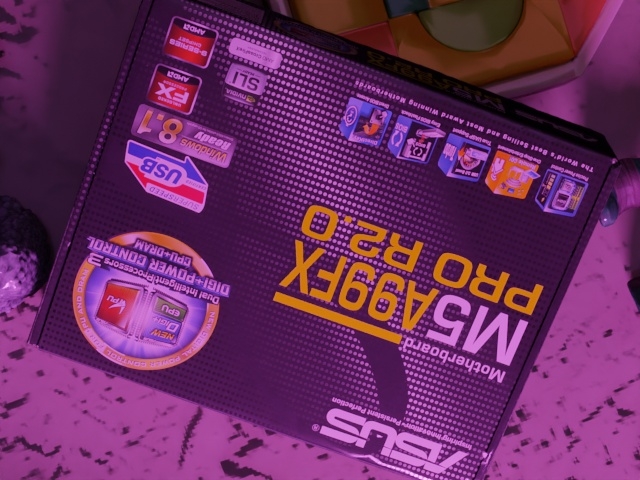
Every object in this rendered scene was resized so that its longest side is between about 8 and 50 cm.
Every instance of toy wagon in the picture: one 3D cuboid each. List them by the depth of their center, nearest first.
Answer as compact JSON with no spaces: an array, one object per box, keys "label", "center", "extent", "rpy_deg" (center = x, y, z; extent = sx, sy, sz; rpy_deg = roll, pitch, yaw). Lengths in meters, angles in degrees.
[{"label":"toy wagon","center":[0.046,-0.243,0.944],"extent":[0.267,0.068,0.344],"rpy_deg":[-16,90,-7]}]

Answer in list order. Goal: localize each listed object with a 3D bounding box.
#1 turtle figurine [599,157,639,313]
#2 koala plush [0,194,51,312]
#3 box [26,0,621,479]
[{"label":"turtle figurine","center":[0.279,-0.036,0.937],"extent":[0.234,0.118,0.175],"rpy_deg":[-24,75,9]},{"label":"koala plush","center":[-0.259,-0.040,0.828],"extent":[0.203,0.221,0.196],"rpy_deg":[-14,90,-6]},{"label":"box","center":[0.000,0.000,0.900],"extent":[0.270,0.060,0.216],"rpy_deg":[20,106,-5]}]
